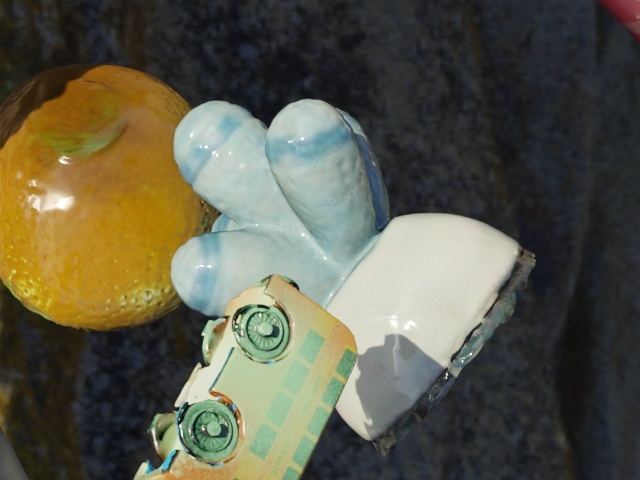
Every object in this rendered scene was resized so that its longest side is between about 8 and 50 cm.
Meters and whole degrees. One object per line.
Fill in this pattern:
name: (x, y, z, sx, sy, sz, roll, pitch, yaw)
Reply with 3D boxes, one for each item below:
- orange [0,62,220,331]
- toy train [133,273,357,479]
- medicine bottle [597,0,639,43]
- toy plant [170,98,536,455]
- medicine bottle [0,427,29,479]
orange: (-0.239, -0.072, 1.604, 0.262, 0.196, 0.335, 6, 44, -12)
toy train: (-0.046, 0.110, 0.991, 0.099, 0.072, 0.188, 35, 60, -12)
medicine bottle: (0.166, -0.042, 0.407, 0.216, 0.090, 0.090, 42, 62, -14)
toy plant: (0.000, 0.000, 1.317, 0.332, 0.247, 0.247, 39, 59, 1)
medicine bottle: (-0.301, 0.258, 1.256, 0.135, 0.135, 0.215, -45, 133, -34)
